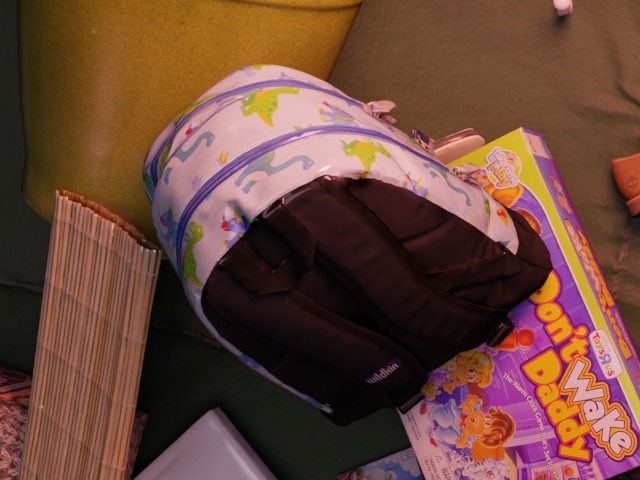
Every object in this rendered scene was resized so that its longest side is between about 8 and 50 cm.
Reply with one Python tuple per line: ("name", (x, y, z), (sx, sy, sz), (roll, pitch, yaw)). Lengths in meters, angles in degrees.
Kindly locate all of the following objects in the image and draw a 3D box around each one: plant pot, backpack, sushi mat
("plant pot", (-0.145, -0.181, 1.742), (0.366, 0.366, 0.353), (17, 109, 7))
("backpack", (0.000, 0.000, 1.618), (0.290, 0.355, 0.273), (-38, 67, 18))
("sushi mat", (-0.222, 0.122, 1.675), (0.151, 0.019, 0.317), (28, 116, 41))

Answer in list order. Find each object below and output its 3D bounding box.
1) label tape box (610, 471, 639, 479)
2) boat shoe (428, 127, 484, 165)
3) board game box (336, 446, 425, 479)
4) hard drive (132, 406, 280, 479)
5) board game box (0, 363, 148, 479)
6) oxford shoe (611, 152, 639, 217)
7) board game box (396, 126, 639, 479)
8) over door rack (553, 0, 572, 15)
("label tape box", (0.336, 0.304, 1.710), (0.347, 0.249, 0.115), (10, 97, -2))
("boat shoe", (0.104, -0.083, 1.843), (0.137, 0.049, 0.043), (-28, 51, 11))
("board game box", (0.070, 0.274, 1.869), (0.090, 0.020, 0.090), (-22, 58, 9))
("hard drive", (-0.084, 0.365, 1.883), (0.210, 0.040, 0.319), (-43, 79, 16))
("board game box", (-0.362, 0.257, 1.874), (0.291, 0.141, 0.232), (16, 97, 17))
("oxford shoe", (0.390, -0.104, 1.783), (0.212, 0.076, 0.076), (-28, 79, 10))
("board game box", (0.177, 0.095, 1.771), (0.233, 0.078, 0.347), (-27, 77, 21))
("over door rack", (0.320, -0.400, 1.748), (0.239, 0.108, 0.324), (-9, 93, 9))
